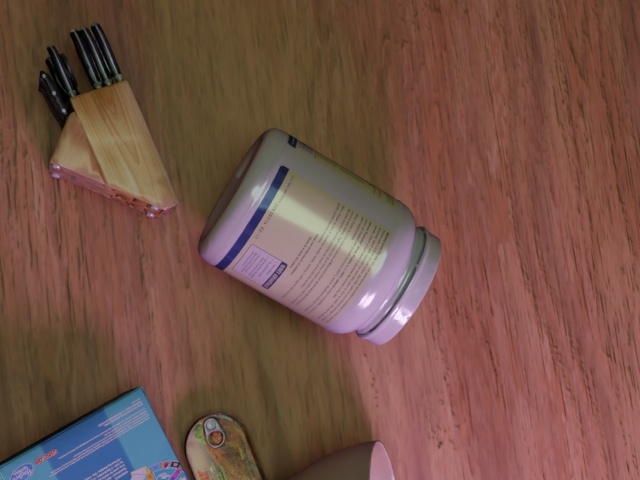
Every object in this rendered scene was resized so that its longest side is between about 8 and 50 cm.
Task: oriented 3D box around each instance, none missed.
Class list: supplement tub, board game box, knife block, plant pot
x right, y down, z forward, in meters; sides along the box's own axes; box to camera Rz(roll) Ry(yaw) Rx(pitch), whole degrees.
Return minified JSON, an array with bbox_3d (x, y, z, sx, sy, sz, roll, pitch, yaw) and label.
[{"bbox_3d":[0.000,0.000,1.606,0.325,0.235,0.235,31,75,-11],"label":"supplement tub"},{"bbox_3d":[-0.300,0.422,1.497,0.254,0.079,0.336,-27,91,-39],"label":"board game box"},{"bbox_3d":[-0.319,-0.193,1.614,0.276,0.088,0.242,23,77,-12],"label":"knife block"},{"bbox_3d":[0.012,0.454,1.552,0.191,0.284,0.284,-8,84,11],"label":"plant pot"}]

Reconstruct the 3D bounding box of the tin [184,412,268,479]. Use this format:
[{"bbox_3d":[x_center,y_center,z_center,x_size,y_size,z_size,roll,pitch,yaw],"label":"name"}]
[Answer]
[{"bbox_3d":[-0.147,0.363,1.616,0.106,0.040,0.189,-20,88,-22],"label":"tin"}]
